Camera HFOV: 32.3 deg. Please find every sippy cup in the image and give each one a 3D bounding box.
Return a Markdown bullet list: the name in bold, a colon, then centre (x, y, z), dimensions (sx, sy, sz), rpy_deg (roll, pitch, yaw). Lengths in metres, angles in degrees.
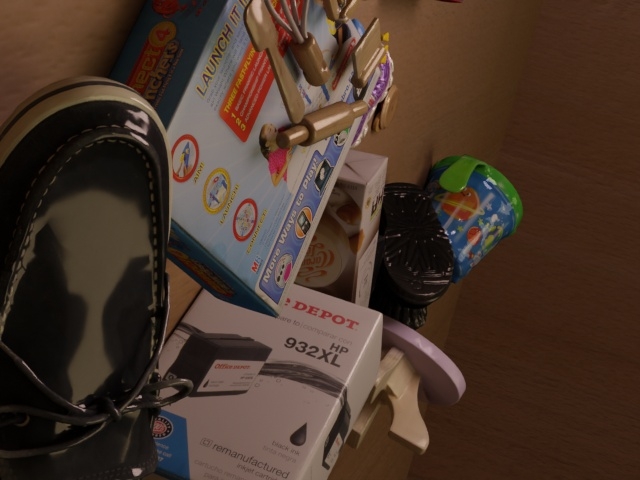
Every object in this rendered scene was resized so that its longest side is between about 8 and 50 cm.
- **sippy cup**: centre (0.297, -0.031, 2.461), dimensions (0.224, 0.240, 0.305), rpy_deg (-51, 118, -29)

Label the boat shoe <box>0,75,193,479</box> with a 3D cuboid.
- **boat shoe**: centre (-0.196, 0.124, 0.849), dimensions (0.187, 0.156, 0.500), rpy_deg (1, 111, -42)

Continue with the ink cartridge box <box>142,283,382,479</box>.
- **ink cartridge box**: centre (-0.083, 0.194, 1.294), dimensions (0.129, 0.223, 0.307), rpy_deg (92, 22, -46)

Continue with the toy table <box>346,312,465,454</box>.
- **toy table**: centre (0.105, 0.256, 1.983), dimensions (0.161, 0.274, 0.252), rpy_deg (-52, 153, -33)

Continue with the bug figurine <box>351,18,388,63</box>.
- **bug figurine**: centre (0.010, -0.272, 1.371), dimensions (0.279, 0.072, 0.216), rpy_deg (-28, 128, -63)

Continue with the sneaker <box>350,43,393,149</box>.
- **sneaker**: centre (0.055, -0.214, 1.623), dimensions (0.170, 0.068, 0.071), rpy_deg (-71, 160, -1)

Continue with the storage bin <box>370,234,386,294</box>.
- **storage bin**: centre (0.039, 0.047, 1.842), dimensions (0.180, 0.084, 0.122), rpy_deg (-19, 126, -71)

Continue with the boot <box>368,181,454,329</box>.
- **boot**: centre (0.159, 0.082, 2.069), dimensions (0.348, 0.131, 0.260), rpy_deg (-89, -175, -56)

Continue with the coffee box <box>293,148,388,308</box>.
- **coffee box**: centre (0.000, 0.000, 1.497), dimensions (0.098, 0.141, 0.246), rpy_deg (-54, 153, -56)

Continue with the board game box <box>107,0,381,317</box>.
- **board game box**: centre (-0.075, -0.122, 1.079), dimensions (0.308, 0.086, 0.302), rpy_deg (-67, 151, -16)

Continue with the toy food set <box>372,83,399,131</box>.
- **toy food set**: centre (0.115, -0.230, 1.905), dimensions (0.082, 0.020, 0.083), rpy_deg (-46, 150, -60)

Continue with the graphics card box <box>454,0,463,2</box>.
- **graphics card box**: centre (0.211, -0.560, 1.714), dimensions (0.233, 0.094, 0.371), rpy_deg (-25, 131, -70)

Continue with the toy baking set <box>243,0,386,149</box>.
- **toy baking set**: centre (-0.007, -0.185, 1.056), dimensions (0.256, 0.030, 0.197), rpy_deg (-36, 130, -51)
